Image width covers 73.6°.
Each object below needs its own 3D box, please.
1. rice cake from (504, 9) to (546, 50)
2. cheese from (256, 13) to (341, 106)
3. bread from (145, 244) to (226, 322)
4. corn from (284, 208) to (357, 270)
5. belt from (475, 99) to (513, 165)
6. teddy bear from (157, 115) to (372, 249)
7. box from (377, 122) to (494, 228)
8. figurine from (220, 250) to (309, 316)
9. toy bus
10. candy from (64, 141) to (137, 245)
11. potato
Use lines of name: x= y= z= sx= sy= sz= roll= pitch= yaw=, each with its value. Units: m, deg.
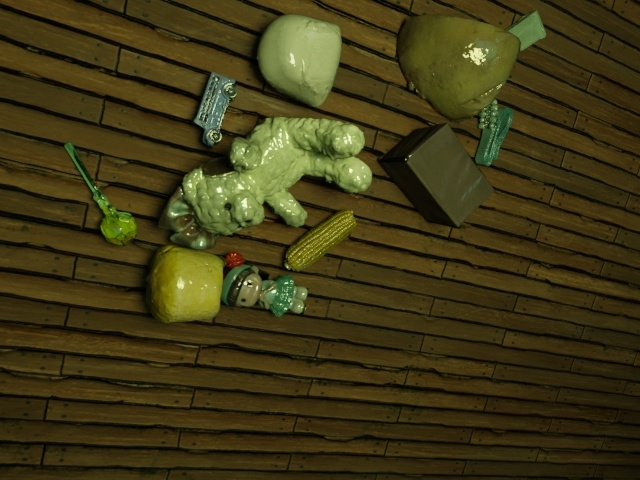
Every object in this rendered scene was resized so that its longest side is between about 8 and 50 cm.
rice cake: x=0.549 y=-0.573 z=1.236 sx=0.226 sy=0.040 sz=0.085 roll=-34 pitch=110 yaw=-9
cheese: x=-0.055 y=-0.436 z=1.012 sx=0.189 sy=0.154 sz=0.198 roll=8 pitch=96 yaw=-39
bread: x=-0.330 y=0.105 z=1.031 sx=0.170 sy=0.197 sz=0.197 roll=7 pitch=99 yaw=-31
corn: x=0.000 y=0.000 z=1.163 sx=0.238 sy=0.080 sz=0.080 roll=-37 pitch=110 yaw=-10
belt: x=0.501 y=-0.313 z=1.265 sx=0.100 sy=0.065 sz=0.179 roll=13 pitch=97 yaw=-30
teddy bear: x=-0.126 y=-0.100 z=0.987 sx=0.362 sy=0.375 sz=0.327 roll=-59 pitch=152 yaw=-20
box: x=0.314 y=-0.177 z=1.169 sx=0.153 sy=0.188 sz=0.252 roll=-44 pitch=108 yaw=-4
figurine: x=-0.151 y=0.122 z=1.130 sx=0.245 sy=0.110 sz=0.138 roll=18 pitch=86 yaw=-23
toy bus: x=-0.255 y=-0.307 z=1.022 sx=0.076 sy=0.073 sz=0.167 roll=19 pitch=92 yaw=-17
candy: x=-0.514 y=-0.106 z=0.991 sx=0.073 sy=0.077 sz=0.262 roll=-26 pitch=100 yaw=5
potato: x=0.337 y=-0.455 z=1.114 sx=0.264 sy=0.189 sz=0.211 roll=17 pitch=96 yaw=-20
